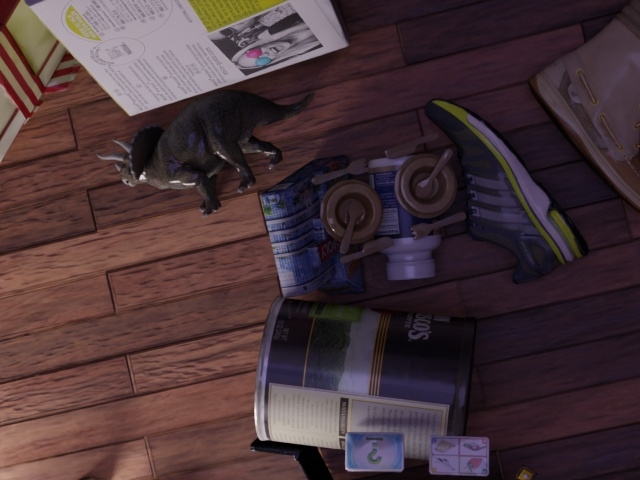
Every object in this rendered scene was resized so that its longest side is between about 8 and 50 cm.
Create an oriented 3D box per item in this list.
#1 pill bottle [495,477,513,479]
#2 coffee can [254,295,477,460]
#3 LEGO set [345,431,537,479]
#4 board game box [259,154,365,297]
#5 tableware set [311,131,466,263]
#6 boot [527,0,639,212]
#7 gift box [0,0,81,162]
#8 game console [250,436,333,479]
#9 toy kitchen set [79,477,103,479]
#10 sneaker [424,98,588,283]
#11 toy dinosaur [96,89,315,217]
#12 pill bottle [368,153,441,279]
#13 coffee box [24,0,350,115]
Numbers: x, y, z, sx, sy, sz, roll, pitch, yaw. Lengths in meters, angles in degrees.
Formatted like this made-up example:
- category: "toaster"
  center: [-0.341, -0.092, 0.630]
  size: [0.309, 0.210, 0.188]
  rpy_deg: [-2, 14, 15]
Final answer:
- category: "pill bottle"
  center: [0.089, 0.450, 1.686]
  size: [0.392, 0.224, 0.224]
  rpy_deg: [-13, 90, 8]
- category: "coffee can"
  center: [0.065, 0.190, 1.691]
  size: [0.275, 0.201, 0.201]
  rpy_deg: [6, 93, 8]
- category: "LEGO set"
  center: [0.146, 0.333, 1.554]
  size: [0.244, 0.060, 0.182]
  rpy_deg: [0, 82, 11]
- category: "board game box"
  center: [0.000, 0.000, 1.719]
  size: [0.060, 0.194, 0.194]
  rpy_deg: [-8, 105, 24]
- category: "tableware set"
  center: [0.094, -0.055, 1.657]
  size: [0.194, 0.039, 0.128]
  rpy_deg: [-20, 93, -9]
- category: "boot"
  center: [0.436, -0.176, 1.683]
  size: [0.203, 0.095, 0.262]
  rpy_deg: [-39, 82, 6]
- category: "gift box"
  center: [-0.492, -0.282, 1.736]
  size: [0.255, 0.258, 0.276]
  rpy_deg: [31, 76, 8]
- category: "game console"
  center: [-0.039, 0.313, 1.750]
  size: [0.107, 0.122, 0.071]
  rpy_deg: [5, 93, 8]
- category: "toy kitchen set"
  center: [-0.361, 0.469, 1.801]
  size: [0.166, 0.122, 0.207]
  rpy_deg: [44, 97, 5]
- category: "sneaker"
  center: [0.233, -0.067, 1.709]
  size: [0.121, 0.111, 0.300]
  rpy_deg: [-39, 85, 11]
- category: "toy dinosaur"
  center: [-0.155, -0.137, 1.755]
  size: [0.313, 0.121, 0.160]
  rpy_deg: [-32, 101, 12]
- category: "pill bottle"
  center: [0.119, -0.032, 1.730]
  size: [0.094, 0.094, 0.169]
  rpy_deg: [-5, 91, 8]
- category: "coffee box"
  center: [-0.189, -0.414, 1.600]
  size: [0.334, 0.338, 0.338]
  rpy_deg: [-17, 70, 8]
